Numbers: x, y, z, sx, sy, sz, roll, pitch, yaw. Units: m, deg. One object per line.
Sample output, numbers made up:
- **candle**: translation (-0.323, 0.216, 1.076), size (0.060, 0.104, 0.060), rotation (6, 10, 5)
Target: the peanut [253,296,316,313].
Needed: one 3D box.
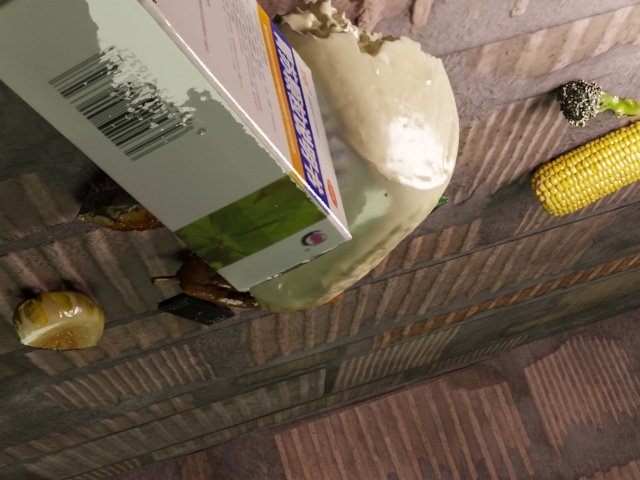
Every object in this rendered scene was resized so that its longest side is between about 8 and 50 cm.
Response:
- **peanut**: translation (0.000, 0.000, 1.286), size (0.149, 0.149, 0.313), rotation (-6, 151, -33)

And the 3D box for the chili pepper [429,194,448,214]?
- **chili pepper**: translation (0.105, -0.034, 1.451), size (0.224, 0.061, 0.098), rotation (-28, 152, 30)

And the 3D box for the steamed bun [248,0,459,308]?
- **steamed bun**: translation (0.017, -0.098, 0.970), size (0.272, 0.274, 0.290), rotation (-24, 172, -39)

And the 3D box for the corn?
- **corn**: translation (0.462, -0.123, 1.495), size (0.244, 0.093, 0.093), rotation (-28, 159, 20)

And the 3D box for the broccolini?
- **broccolini**: translation (0.412, -0.188, 1.321), size (0.067, 0.058, 0.216), rotation (-36, 156, 33)

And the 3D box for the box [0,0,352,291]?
- **box**: translation (-0.104, -0.128, 0.648), size (0.106, 0.200, 0.299), rotation (-25, 138, 15)

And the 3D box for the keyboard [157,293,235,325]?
- **keyboard**: translation (-0.220, 0.126, 1.655), size (0.061, 0.013, 0.204), rotation (-23, 161, 12)

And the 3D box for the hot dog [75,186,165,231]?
- **hot dog**: translation (-0.213, -0.038, 1.077), size (0.192, 0.053, 0.099), rotation (-8, 172, 38)

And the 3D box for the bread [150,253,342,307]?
- **bread**: translation (-0.104, 0.055, 1.444), size (0.344, 0.084, 0.124), rotation (2, -167, -36)

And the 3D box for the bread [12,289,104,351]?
- **bread**: translation (-0.381, 0.112, 1.360), size (0.157, 0.083, 0.094), rotation (-1, 151, -46)
